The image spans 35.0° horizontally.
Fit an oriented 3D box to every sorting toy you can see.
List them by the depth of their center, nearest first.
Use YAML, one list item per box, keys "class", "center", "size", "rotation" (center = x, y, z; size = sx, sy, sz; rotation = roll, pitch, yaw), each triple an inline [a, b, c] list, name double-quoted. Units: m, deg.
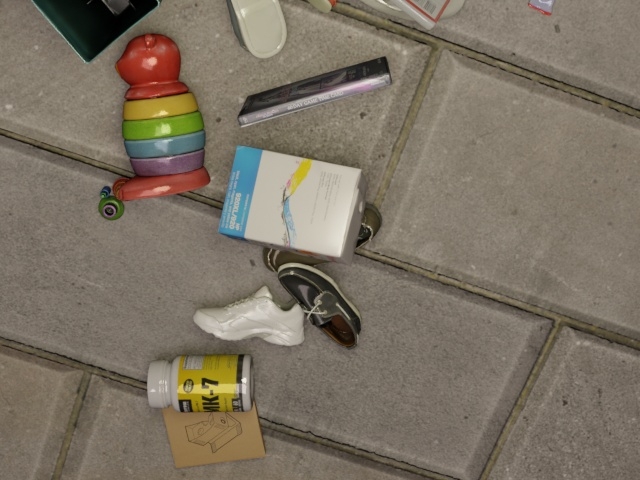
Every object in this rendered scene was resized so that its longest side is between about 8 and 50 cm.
- class: "sorting toy"
  center: [-0.405, -0.080, 1.991]
  size: [0.061, 0.042, 0.102]
  rotation: [34, 108, -11]

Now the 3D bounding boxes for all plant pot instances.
- class: "plant pot"
  center: [-0.374, -0.440, 1.752]
  size: [0.165, 0.234, 0.165]
  rotation: [-36, 107, 13]

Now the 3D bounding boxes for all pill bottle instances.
- class: "pill bottle"
  center: [-0.245, 0.295, 2.091]
  size: [0.209, 0.119, 0.119]
  rotation: [-1, 111, 2]

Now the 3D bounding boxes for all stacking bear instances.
- class: "stacking bear"
  center: [-0.302, -0.237, 1.876]
  size: [0.164, 0.175, 0.289]
  rotation: [-6, 103, 5]

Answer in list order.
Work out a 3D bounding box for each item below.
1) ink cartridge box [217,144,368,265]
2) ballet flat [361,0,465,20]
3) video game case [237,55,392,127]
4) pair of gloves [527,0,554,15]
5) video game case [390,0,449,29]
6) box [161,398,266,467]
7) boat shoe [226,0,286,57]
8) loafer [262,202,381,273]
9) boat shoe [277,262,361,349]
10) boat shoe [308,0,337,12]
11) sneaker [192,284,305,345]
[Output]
- class: "ink cartridge box"
  center: [-0.044, -0.062, 1.877]
  size: [0.233, 0.171, 0.168]
  rotation: [12, 86, 9]
- class: "ballet flat"
  center: [0.077, -0.492, 1.781]
  size: [0.400, 0.139, 0.139]
  rotation: [27, 109, -9]
- class: "video game case"
  center: [-0.008, -0.271, 1.831]
  size: [0.274, 0.196, 0.026]
  rotation: [-14, 108, 6]
- class: "pair of gloves"
  center: [0.373, -0.505, 1.829]
  size: [0.198, 0.023, 0.159]
  rotation: [19, 110, -7]
- class: "video game case"
  center: [0.177, -0.530, 1.738]
  size: [0.204, 0.025, 0.285]
  rotation: [35, 73, -11]
- class: "box"
  center: [-0.230, 0.405, 2.185]
  size: [0.201, 0.021, 0.164]
  rotation: [-8, 110, 5]
- class: "boat shoe"
  center: [-0.138, -0.478, 1.774]
  size: [0.116, 0.099, 0.319]
  rotation: [-24, 126, -17]
- class: "loafer"
  center: [0.000, 0.000, 1.991]
  size: [0.251, 0.087, 0.094]
  rotation: [-24, 109, 10]
- class: "boat shoe"
  center: [0.001, 0.128, 2.014]
  size: [0.084, 0.079, 0.233]
  rotation: [-25, 125, 31]
- class: "boat shoe"
  center: [-0.025, -0.472, 1.838]
  size: [0.137, 0.049, 0.043]
  rotation: [39, 64, -10]
- class: "sneaker"
  center: [-0.141, 0.142, 2.058]
  size: [0.232, 0.090, 0.115]
  rotation: [5, 104, -11]
